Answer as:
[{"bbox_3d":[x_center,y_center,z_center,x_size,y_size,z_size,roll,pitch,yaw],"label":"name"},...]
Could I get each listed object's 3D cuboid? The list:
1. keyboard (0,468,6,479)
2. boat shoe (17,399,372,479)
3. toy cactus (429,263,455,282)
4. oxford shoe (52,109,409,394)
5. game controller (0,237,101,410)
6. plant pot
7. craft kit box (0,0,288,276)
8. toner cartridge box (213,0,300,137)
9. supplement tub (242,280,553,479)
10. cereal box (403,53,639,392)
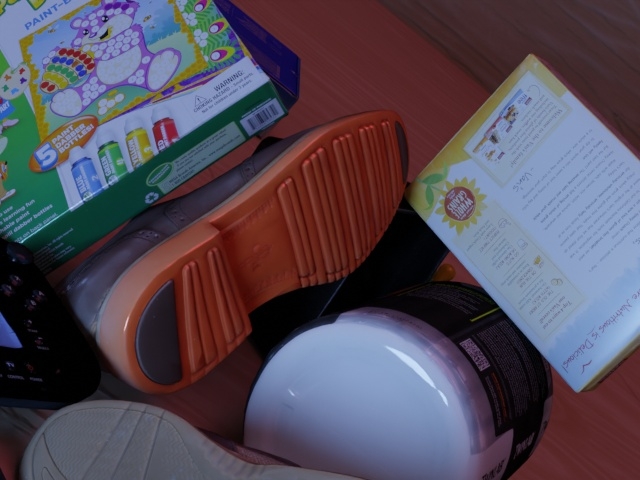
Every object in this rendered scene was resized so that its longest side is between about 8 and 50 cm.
[{"bbox_3d":[-0.248,0.131,0.710,0.180,0.023,0.108,8,46,-60],"label":"keyboard"},{"bbox_3d":[-0.055,0.168,0.766,0.285,0.102,0.092,7,-25,29],"label":"boat shoe"},{"bbox_3d":[0.106,0.062,1.448,0.180,0.112,0.219,58,13,10],"label":"toy cactus"},{"bbox_3d":[-0.064,-0.017,1.018,0.133,0.130,0.364,13,33,39],"label":"oxford shoe"},{"bbox_3d":[-0.273,0.032,0.771,0.166,0.067,0.319,39,15,35],"label":"game controller"},{"bbox_3d":[0.000,0.000,1.242,0.167,0.188,0.187,42,18,23],"label":"plant pot"},{"bbox_3d":[-0.189,-0.124,1.011,0.246,0.250,0.061,55,-1,34],"label":"craft kit box"},{"bbox_3d":[-0.180,-0.285,1.614,0.348,0.075,0.165,37,21,-16],"label":"toner cartridge box"},{"bbox_3d":[0.083,0.137,1.082,0.193,0.193,0.316,48,21,13],"label":"supplement tub"},{"bbox_3d":[0.204,-0.015,1.088,0.240,0.173,0.047,51,20,22],"label":"cereal box"}]
